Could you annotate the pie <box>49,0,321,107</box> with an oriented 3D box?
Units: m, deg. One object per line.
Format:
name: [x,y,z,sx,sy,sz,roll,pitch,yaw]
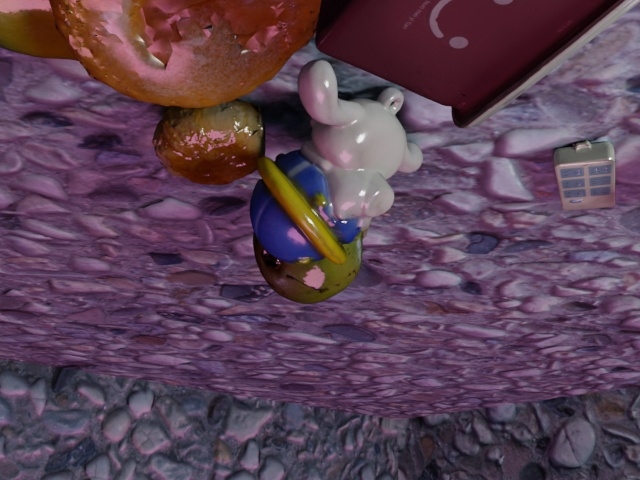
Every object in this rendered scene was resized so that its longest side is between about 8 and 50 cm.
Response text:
pie: [-0.107,-0.222,0.770,0.273,0.069,0.273,-15,147,-10]

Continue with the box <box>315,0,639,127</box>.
box: [0.120,-0.237,0.644,0.167,0.193,0.294,17,156,-18]

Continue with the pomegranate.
pomegranate: [-0.004,-0.007,1.319,0.179,0.210,0.179,35,156,19]

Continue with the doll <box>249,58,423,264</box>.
doll: [0.013,-0.080,1.027,0.242,0.160,0.311,-26,151,5]

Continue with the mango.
mango: [-0.260,-0.230,0.820,0.191,0.086,0.122,4,149,-35]

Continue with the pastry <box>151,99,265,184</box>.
pastry: [-0.140,-0.128,1.083,0.153,0.081,0.153,-1,160,0]

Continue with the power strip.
power strip: [0.389,-0.091,1.239,0.081,0.035,0.192,-6,158,17]
